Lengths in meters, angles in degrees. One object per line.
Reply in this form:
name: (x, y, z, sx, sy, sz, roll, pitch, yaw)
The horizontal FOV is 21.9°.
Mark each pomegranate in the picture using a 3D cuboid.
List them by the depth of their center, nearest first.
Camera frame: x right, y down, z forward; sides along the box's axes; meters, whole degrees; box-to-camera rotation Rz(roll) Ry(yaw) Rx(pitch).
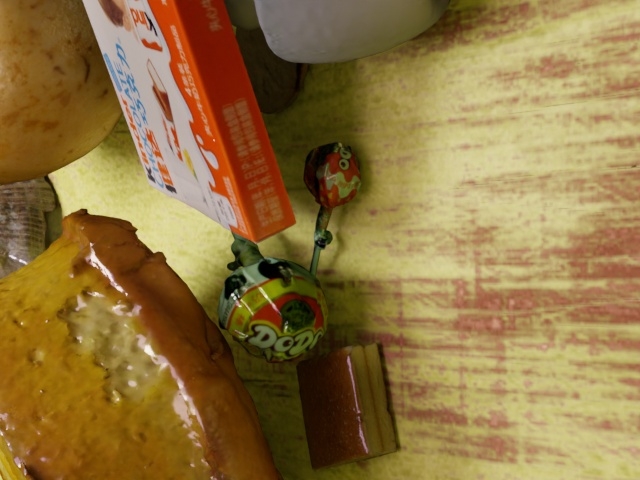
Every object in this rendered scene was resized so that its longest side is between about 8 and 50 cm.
pomegranate: (-0.324, -0.187, 1.623, 0.307, 0.307, 0.307, 5, 96, 54)

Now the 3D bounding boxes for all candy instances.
candy: (0.000, 0.000, 1.398, 0.055, 0.049, 0.185, -82, 3, -59)
candy: (-0.072, 0.001, 1.440, 0.083, 0.091, 0.305, -59, 33, 21)

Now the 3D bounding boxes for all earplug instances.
earplug: (-0.013, -0.253, 1.302, 0.325, 0.175, 0.214, -132, 35, -53)

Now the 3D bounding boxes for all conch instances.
conch: (-0.368, 0.003, 1.854, 0.178, 0.163, 0.245, -5, 68, 23)

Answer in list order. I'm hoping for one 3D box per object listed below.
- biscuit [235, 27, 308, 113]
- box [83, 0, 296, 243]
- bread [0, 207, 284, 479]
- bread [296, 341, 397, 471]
biscuit: (-0.044, -0.170, 1.462, 0.120, 0.015, 0.120, 5, 97, 55)
box: (-0.129, -0.151, 1.390, 0.265, 0.048, 0.273, 26, 138, 63)
bread: (-0.174, 0.174, 1.437, 0.398, 0.215, 0.398, 55, 161, 28)
bread: (0.019, 0.140, 1.376, 0.090, 0.035, 0.094, -23, 74, 53)
